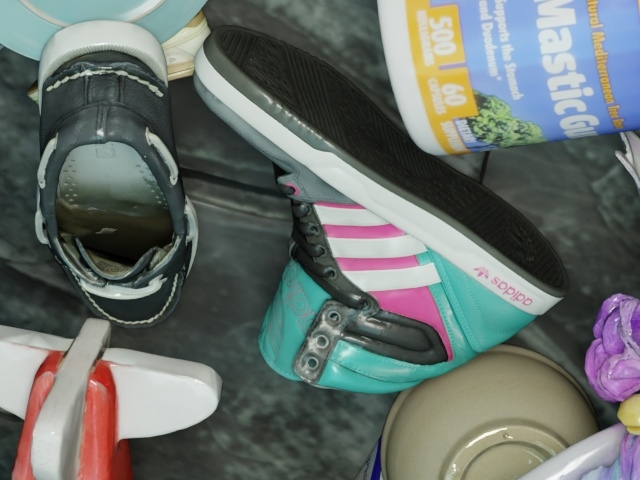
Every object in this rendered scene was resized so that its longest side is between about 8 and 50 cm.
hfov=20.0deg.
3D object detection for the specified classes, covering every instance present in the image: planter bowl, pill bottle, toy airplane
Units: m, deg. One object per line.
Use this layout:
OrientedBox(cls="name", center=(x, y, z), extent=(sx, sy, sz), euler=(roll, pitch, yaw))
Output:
OrientedBox(cls="planter bowl", center=(0.126, 0.161, 1.261), extent=(0.162, 0.109, 0.162), euler=(0, 99, -3))
OrientedBox(cls="pill bottle", center=(0.181, -0.138, 1.037), extent=(0.272, 0.152, 0.152), euler=(-7, 125, 18))
OrientedBox(cls="toy airplane", center=(-0.189, 0.244, 1.293), extent=(0.386, 0.272, 0.384), euler=(-23, 127, 34))

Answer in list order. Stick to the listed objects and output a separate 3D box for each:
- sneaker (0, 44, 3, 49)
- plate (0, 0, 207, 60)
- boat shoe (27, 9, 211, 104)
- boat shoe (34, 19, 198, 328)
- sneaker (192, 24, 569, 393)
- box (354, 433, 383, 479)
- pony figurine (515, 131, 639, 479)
OrientedBox(cls="sneaker", center=(-0.268, -0.117, 1.145), extent=(0.129, 0.147, 0.330), euler=(30, 120, -11))
OrientedBox(cls="plate", center=(-0.135, -0.190, 1.087), extent=(0.188, 0.024, 0.188), euler=(-9, 119, -18))
OrientedBox(cls="boat shoe", center=(-0.129, -0.109, 1.188), extent=(0.135, 0.050, 0.045), euler=(-18, 116, 23))
OrientedBox(cls="boat shoe", center=(-0.138, -0.014, 1.189), extent=(0.114, 0.091, 0.302), euler=(-6, 146, 1))
OrientedBox(cls="sneaker", center=(0.000, 0.000, 1.206), extent=(0.295, 0.124, 0.178), euler=(36, 116, -17))
OrientedBox(cls="box", center=(0.076, 0.233, 1.390), extent=(0.126, 0.072, 0.137), euler=(22, 127, -6))
OrientedBox(cls="pony figurine", center=(0.261, 0.112, 1.121), extent=(0.363, 0.303, 0.351), euler=(-44, 126, 2))
